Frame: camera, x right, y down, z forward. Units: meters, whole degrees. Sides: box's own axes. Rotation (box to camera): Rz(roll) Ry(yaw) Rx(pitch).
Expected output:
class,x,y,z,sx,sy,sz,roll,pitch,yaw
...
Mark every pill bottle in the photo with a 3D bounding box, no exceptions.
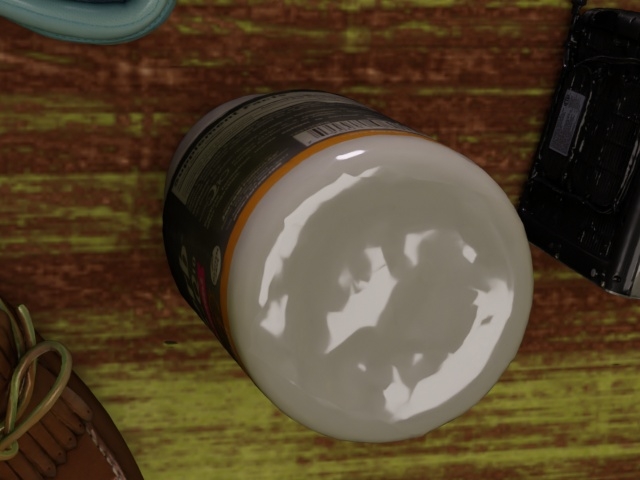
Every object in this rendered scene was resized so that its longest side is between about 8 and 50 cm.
class,x,y,z,sx,sy,sz,roll,pitch,yaw
pill bottle,0.000,0.000,1.034,0.162,0.278,0.162,-3,102,-15

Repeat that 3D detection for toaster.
class,x,y,z,sx,sy,sz,roll,pitch,yaw
toaster,0.212,-0.059,1.142,0.110,0.168,0.185,12,100,-20

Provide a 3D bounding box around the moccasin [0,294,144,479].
class,x,y,z,sx,sy,sz,roll,pitch,yaw
moccasin,-0.220,0.074,1.059,0.139,0.147,0.380,-33,109,-7

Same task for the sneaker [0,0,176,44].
class,x,y,z,sx,sy,sz,roll,pitch,yaw
sneaker,-0.229,-0.222,0.989,0.366,0.150,0.135,24,94,-19
